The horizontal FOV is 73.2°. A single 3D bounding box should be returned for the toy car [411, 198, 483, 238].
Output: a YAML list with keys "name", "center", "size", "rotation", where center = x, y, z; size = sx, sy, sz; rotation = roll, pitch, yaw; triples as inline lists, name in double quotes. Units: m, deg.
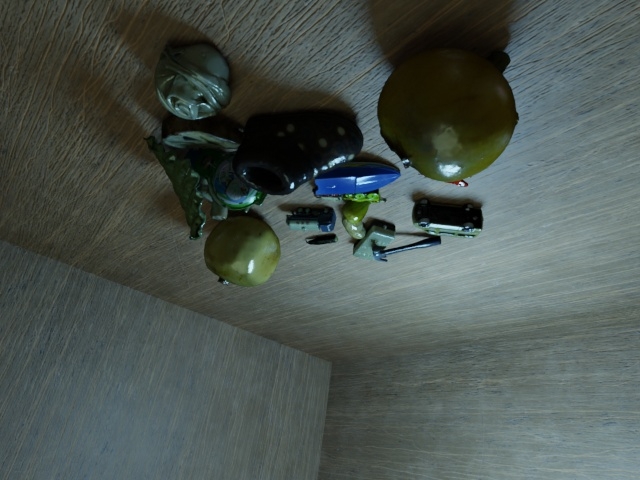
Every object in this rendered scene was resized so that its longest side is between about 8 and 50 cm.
- name: "toy car"
  center: [0.463, -0.072, 1.604]
  size: [0.256, 0.101, 0.124]
  rotation: [6, 154, 3]

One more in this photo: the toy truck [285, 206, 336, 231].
- name: "toy truck"
  center: [-0.040, -0.082, 1.749]
  size: [0.201, 0.088, 0.074]
  rotation: [2, 149, 13]

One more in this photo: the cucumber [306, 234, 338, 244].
- name: "cucumber"
  center: [0.000, 0.000, 1.941]
  size: [0.163, 0.043, 0.039]
  rotation: [-7, 110, 24]

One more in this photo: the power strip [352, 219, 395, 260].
- name: "power strip"
  center: [0.227, 0.004, 1.843]
  size: [0.105, 0.070, 0.257]
  rotation: [14, 149, -11]

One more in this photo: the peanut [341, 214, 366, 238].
- name: "peanut"
  center: [0.140, -0.059, 1.751]
  size: [0.080, 0.080, 0.174]
  rotation: [-4, 152, 23]

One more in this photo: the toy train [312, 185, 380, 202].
- name: "toy train"
  center: [0.092, -0.173, 1.584]
  size: [0.249, 0.053, 0.085]
  rotation: [3, 156, 13]

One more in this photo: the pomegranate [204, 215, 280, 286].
- name: "pomegranate"
  center: [-0.335, 0.054, 1.857]
  size: [0.332, 0.333, 0.333]
  rotation: [7, 151, 4]

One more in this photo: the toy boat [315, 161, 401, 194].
- name: "toy boat"
  center: [0.128, -0.218, 1.471]
  size: [0.295, 0.088, 0.129]
  rotation: [-3, 150, 0]

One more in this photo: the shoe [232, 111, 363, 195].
- name: "shoe"
  center: [-0.070, -0.253, 1.295]
  size: [0.383, 0.237, 0.171]
  rotation: [4, 151, 10]

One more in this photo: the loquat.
- name: "loquat"
  center: [0.317, -0.311, 1.036]
  size: [0.359, 0.328, 0.328]
  rotation: [-44, 136, 2]

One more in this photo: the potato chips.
- name: "potato chips"
  center: [-0.465, -0.180, 1.439]
  size: [0.389, 0.097, 0.373]
  rotation: [15, 129, 67]

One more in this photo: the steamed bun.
- name: "steamed bun"
  center: [-0.357, -0.416, 1.183]
  size: [0.217, 0.144, 0.211]
  rotation: [4, 150, 9]

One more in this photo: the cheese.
- name: "cheese"
  center: [-0.312, -0.220, 1.426]
  size: [0.320, 0.204, 0.083]
  rotation: [30, 177, 9]

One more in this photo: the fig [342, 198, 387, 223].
- name: "fig"
  center: [0.161, -0.128, 1.646]
  size: [0.166, 0.093, 0.093]
  rotation: [-28, 152, -11]

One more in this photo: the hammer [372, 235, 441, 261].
- name: "hammer"
  center: [0.363, 0.033, 1.809]
  size: [0.289, 0.037, 0.137]
  rotation: [-13, 156, 5]

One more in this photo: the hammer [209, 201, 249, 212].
- name: "hammer"
  center: [-0.378, -0.146, 1.776]
  size: [0.195, 0.060, 0.028]
  rotation: [5, 152, 17]

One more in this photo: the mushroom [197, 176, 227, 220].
- name: "mushroom"
  center: [-0.356, -0.172, 1.550]
  size: [0.207, 0.215, 0.207]
  rotation: [4, 155, 2]

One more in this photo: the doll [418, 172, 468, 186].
- name: "doll"
  center: [0.406, -0.218, 1.403]
  size: [0.169, 0.057, 0.109]
  rotation: [4, 153, 7]

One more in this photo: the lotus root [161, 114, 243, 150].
- name: "lotus root"
  center: [-0.381, -0.340, 1.356]
  size: [0.260, 0.075, 0.170]
  rotation: [4, 172, 14]
